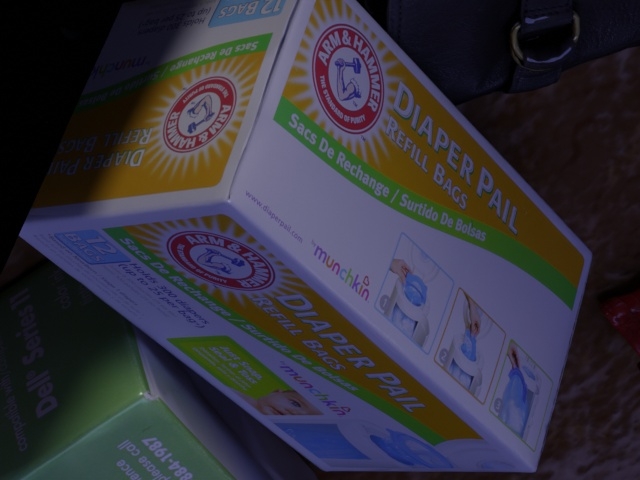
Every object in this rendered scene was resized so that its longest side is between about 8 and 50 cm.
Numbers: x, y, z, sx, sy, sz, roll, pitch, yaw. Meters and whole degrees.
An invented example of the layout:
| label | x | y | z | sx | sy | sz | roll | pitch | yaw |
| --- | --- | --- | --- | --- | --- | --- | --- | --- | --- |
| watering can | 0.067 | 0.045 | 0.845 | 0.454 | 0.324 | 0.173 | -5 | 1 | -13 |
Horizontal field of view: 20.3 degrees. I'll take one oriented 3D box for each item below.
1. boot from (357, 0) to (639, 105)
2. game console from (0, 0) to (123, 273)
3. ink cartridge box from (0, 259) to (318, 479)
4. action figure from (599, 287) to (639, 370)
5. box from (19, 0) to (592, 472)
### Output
| label | x | y | z | sx | sy | sz | roll | pitch | yaw |
| --- | --- | --- | --- | --- | --- | --- | --- | --- | --- |
| boot | 0.116 | -0.137 | 0.650 | 0.229 | 0.091 | 0.263 | -10 | 141 | -12 |
| game console | -0.221 | -0.134 | 0.516 | 0.361 | 0.044 | 0.213 | 25 | 83 | -24 |
| ink cartridge box | -0.177 | 0.181 | 0.779 | 0.353 | 0.119 | 0.207 | -33 | 129 | 5 |
| action figure | 0.286 | 0.002 | 0.838 | 0.280 | 0.091 | 0.139 | -37 | 123 | 11 |
| box | 0.000 | 0.000 | 0.689 | 0.114 | 0.103 | 0.203 | -6 | 144 | 40 |
